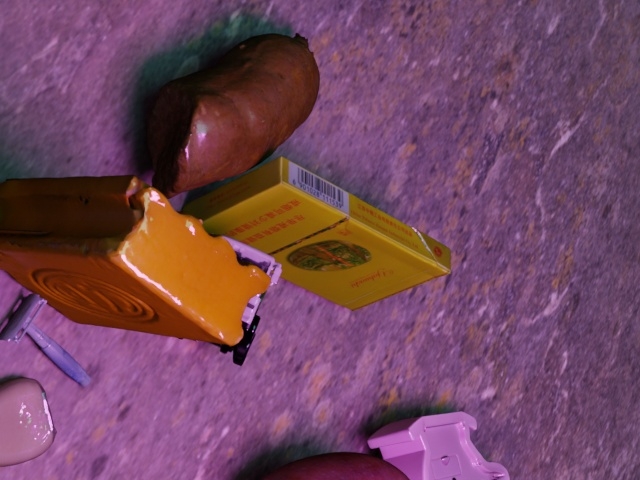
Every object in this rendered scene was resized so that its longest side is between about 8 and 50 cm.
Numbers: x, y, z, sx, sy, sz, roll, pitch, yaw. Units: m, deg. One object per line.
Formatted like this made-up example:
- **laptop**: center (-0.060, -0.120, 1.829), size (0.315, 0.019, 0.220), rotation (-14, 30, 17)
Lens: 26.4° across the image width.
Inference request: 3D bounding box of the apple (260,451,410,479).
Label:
- **apple**: center (0.013, 0.423, 1.780), size (0.305, 0.235, 0.306), rotation (6, 81, -45)

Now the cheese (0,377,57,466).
- **cheese**: center (-0.388, 0.223, 1.531), size (0.192, 0.037, 0.097), rotation (-20, 101, -44)

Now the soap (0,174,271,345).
- **soap**: center (-0.232, 0.020, 1.501), size (0.204, 0.324, 0.096), rotation (41, 66, -33)

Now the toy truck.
- **toy truck**: center (-0.113, 0.070, 1.682), size (0.101, 0.242, 0.125), rotation (25, 74, -1)

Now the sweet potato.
- **sweet potato**: center (-0.096, -0.174, 1.752), size (0.369, 0.157, 0.158), rotation (-36, 113, -43)

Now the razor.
- **razor**: center (-0.317, 0.130, 1.612), size (0.135, 0.040, 0.068), rotation (53, 55, -37)

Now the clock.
- **clock**: center (0.193, 0.389, 2.009), size (0.290, 0.080, 0.275), rotation (-1, 75, -59)

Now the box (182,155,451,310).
- **box**: center (0.000, 0.000, 1.814), size (0.335, 0.187, 0.047), rotation (27, 51, -40)
